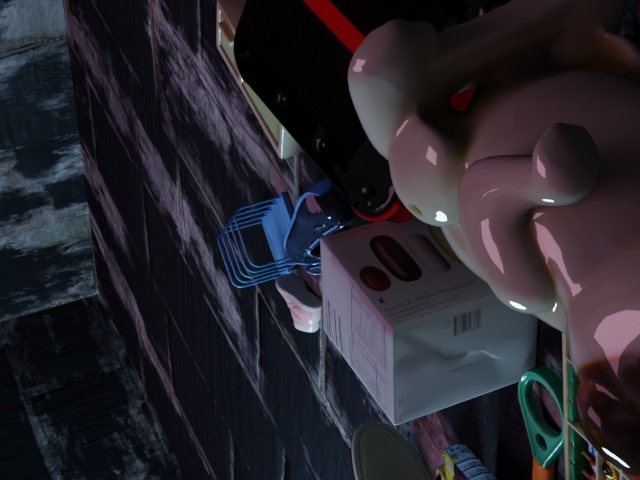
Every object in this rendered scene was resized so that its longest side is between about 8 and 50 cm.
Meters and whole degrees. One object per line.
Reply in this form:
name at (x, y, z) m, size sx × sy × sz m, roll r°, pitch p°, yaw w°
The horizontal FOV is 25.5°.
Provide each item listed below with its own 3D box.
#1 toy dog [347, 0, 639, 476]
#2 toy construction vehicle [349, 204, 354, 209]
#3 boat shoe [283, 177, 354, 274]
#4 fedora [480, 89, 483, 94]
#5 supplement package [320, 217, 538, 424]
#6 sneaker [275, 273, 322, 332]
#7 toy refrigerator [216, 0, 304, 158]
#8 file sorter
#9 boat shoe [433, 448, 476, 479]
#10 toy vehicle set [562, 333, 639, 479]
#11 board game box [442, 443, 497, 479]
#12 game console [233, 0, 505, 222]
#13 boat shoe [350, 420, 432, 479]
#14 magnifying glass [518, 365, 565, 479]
toy dog at (0.235, 0.006, 1.203) m, size 0.408 × 0.285 × 0.395 m, roll 55°, pitch 154°, yaw 41°
toy construction vehicle at (0.048, -0.080, 2.057) m, size 0.086 × 0.035 × 0.098 m, roll -169°, pitch 64°, yaw -70°
boat shoe at (0.000, 0.000, 2.135) m, size 0.089 × 0.109 × 0.258 m, roll 48°, pitch 169°, yaw 14°
fedora at (0.194, -0.078, 1.560) m, size 0.194 × 0.079 × 0.194 m, roll 163°, pitch 90°, yaw -72°
supplement package at (0.127, 0.081, 1.707) m, size 0.203 × 0.194 × 0.149 m, roll -129°, pitch 29°, yaw -49°
sneaker at (-0.039, 0.113, 2.454) m, size 0.134 × 0.051 × 0.070 m, roll 42°, pitch 140°, yaw 51°
toy refrigerator at (-0.077, -0.259, 2.176) m, size 0.102 × 0.094 × 0.269 m, roll 96°, pitch 152°, yaw -50°
file sorter at (-0.105, 0.005, 2.472) m, size 0.170 × 0.104 × 0.118 m, roll 134°, pitch 117°, yaw -69°
boat shoe at (0.175, 0.361, 2.007) m, size 0.190 × 0.072 × 0.068 m, roll 94°, pitch 153°, yaw -47°
toy vehicle set at (0.316, 0.191, 1.502) m, size 0.166 × 0.035 × 0.267 m, roll -135°, pitch 33°, yaw -56°
board game box at (0.241, 0.382, 1.829) m, size 0.194 × 0.060 × 0.194 m, roll 46°, pitch 155°, yaw 50°
game console at (0.045, -0.246, 1.704) m, size 0.386 × 0.060 × 0.342 m, roll 50°, pitch 131°, yaw 32°
boat shoe at (0.126, 0.441, 2.138) m, size 0.340 × 0.127 × 0.113 m, roll 59°, pitch 147°, yaw 14°
magnifying glass at (0.269, 0.247, 1.703) m, size 0.092 × 0.026 × 0.231 m, roll 45°, pitch 150°, yaw 45°
